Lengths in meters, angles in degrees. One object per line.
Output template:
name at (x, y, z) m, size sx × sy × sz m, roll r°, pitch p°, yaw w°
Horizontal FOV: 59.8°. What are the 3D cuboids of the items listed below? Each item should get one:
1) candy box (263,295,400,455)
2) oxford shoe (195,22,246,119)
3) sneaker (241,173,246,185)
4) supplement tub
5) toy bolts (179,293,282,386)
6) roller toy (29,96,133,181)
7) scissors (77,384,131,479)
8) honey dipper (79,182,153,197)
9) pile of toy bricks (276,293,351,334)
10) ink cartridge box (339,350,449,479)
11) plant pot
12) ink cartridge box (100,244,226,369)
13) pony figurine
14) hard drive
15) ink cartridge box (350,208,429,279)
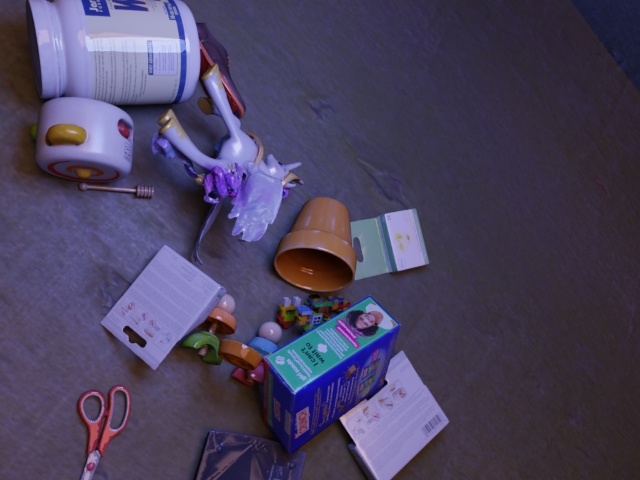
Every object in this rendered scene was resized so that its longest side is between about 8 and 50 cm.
candy box at (0.021, 0.316, 1.318) m, size 0.317 × 0.268 × 0.122 m, roll -27°, pitch 52°, yaw -32°
oxford shoe at (-0.259, -0.439, 1.423) m, size 0.098 × 0.097 × 0.271 m, roll -37°, pitch 98°, yaw -35°
sneaker at (-0.188, -0.169, 1.434) m, size 0.118 × 0.042 × 0.067 m, roll 14°, pitch 77°, yaw -23°
supplement tub at (-0.454, -0.418, 1.230) m, size 0.324 × 0.235 × 0.236 m, roll -10°, pitch 85°, yaw -30°
toy bolts at (-0.166, 0.226, 1.291) m, size 0.228 × 0.218 × 0.159 m, roll 44°, pitch 56°, yaw -34°
roller toy at (-0.498, -0.204, 1.185) m, size 0.191 × 0.209 × 0.146 m, roll 9°, pitch 76°, yaw -41°
scissors at (-0.466, 0.457, 1.171) m, size 0.109 × 0.021 × 0.297 m, roll 10°, pitch 74°, yaw -28°
honey dipper at (-0.469, -0.120, 1.283) m, size 0.160 × 0.030 × 0.031 m, roll 4°, pitch 78°, yaw -24°
pile of toy bricks at (-0.003, 0.209, 1.435) m, size 0.212 × 0.118 × 0.105 m, roll 1°, pitch 112°, yaw -37°
ink cartridge box at (0.182, 0.472, 1.496) m, size 0.275 × 0.060 × 0.239 m, roll -31°, pitch 86°, yaw -29°
plant pot at (0.000, 0.000, 1.426) m, size 0.205 × 0.205 × 0.188 m, roll 28°, pitch 53°, yaw -21°
ink cartridge box at (-0.347, 0.147, 1.240) m, size 0.181 × 0.056 × 0.225 m, roll 34°, pitch 82°, yaw 19°
pony figurine at (-0.209, -0.155, 1.267) m, size 0.363 × 0.302 × 0.351 m, roll 46°, pitch 54°, yaw -29°
hard drive at (-0.168, 0.545, 1.295) m, size 0.254 × 0.054 × 0.172 m, roll 22°, pitch 70°, yaw -23°
ink cartridge box at (0.190, 0.009, 1.596) m, size 0.235 × 0.056 × 0.171 m, roll -10°, pitch 86°, yaw -31°
